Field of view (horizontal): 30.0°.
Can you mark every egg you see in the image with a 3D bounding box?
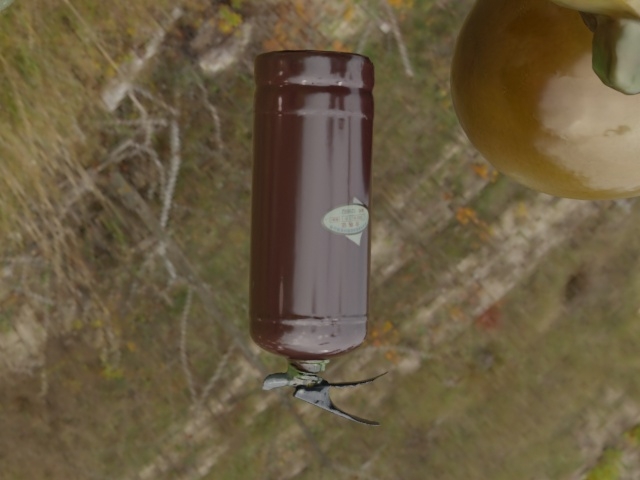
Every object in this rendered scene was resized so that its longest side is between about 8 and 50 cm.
[{"bbox_3d":[0.309,-0.186,1.238,0.351,0.282,0.282,-11,152,10],"label":"egg"}]

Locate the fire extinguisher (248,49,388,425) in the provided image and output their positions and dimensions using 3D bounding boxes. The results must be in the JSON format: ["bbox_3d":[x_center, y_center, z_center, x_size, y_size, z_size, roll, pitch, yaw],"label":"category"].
[{"bbox_3d":[0.000,0.000,1.100,0.135,0.337,0.114,2,-179,2],"label":"fire extinguisher"}]

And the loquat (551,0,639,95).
[{"bbox_3d":[0.239,-0.286,0.867,0.328,0.328,0.359,-5,105,-45],"label":"loquat"}]

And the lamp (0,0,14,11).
[{"bbox_3d":[-0.237,-0.206,0.745,0.091,0.091,0.163,-34,161,-10],"label":"lamp"}]
